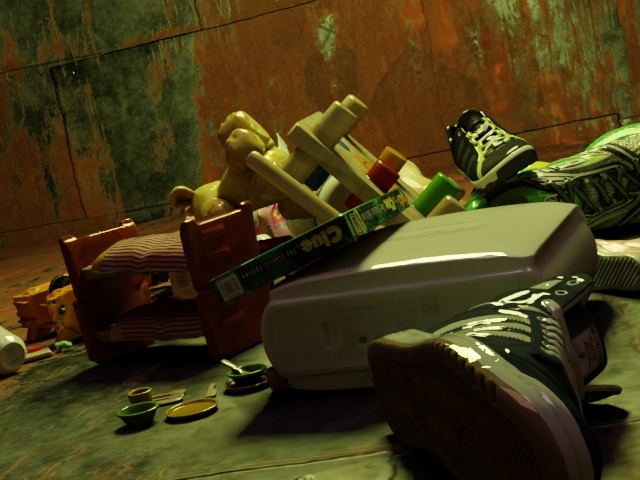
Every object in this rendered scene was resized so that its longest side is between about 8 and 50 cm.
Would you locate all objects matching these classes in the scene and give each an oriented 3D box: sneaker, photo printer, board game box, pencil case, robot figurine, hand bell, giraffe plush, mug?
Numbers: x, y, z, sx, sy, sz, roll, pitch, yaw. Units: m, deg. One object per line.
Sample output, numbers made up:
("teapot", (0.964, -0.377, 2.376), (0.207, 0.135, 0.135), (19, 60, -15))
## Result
("sneaker", (0.213, -0.126, 1.391), (0.084, 0.097, 0.234), (-33, 9, -5))
("sneaker", (0.309, 0.022, 1.049), (0.070, 0.051, 0.134), (-12, 10, -21))
("photo printer", (0.119, 0.040, 0.961), (0.256, 0.107, 0.307), (-9, 8, 24))
("board game box", (0.000, 0.000, 0.985), (0.136, 0.030, 0.259), (-25, 1, 17))
("pencil case", (-0.125, -0.034, 1.884), (0.124, 0.124, 0.284), (-17, 8, -39))
("robot figurine", (-0.271, 0.066, 1.464), (0.291, 0.085, 0.211), (-17, 9, -34))
("sneaker", (0.351, -0.055, 1.369), (0.343, 0.134, 0.146), (-18, 11, 25))
("hand bell", (0.220, -0.060, 1.710), (0.126, 0.126, 0.242), (-18, 21, -41))
("giraffe plush", (-0.117, -0.068, 1.474), (0.170, 0.181, 0.210), (-40, 8, 10))
("sneaker", (0.136, 0.084, 0.630), (0.153, 0.099, 0.282), (-15, 5, -12))
("mug", (-0.387, 0.140, 1.233), (0.064, 0.078, 0.062), (7, -15, 42))

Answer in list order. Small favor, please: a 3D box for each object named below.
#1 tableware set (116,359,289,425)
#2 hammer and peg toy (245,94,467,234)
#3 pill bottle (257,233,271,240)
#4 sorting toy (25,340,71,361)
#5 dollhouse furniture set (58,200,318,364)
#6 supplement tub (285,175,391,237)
("tableware set", (-0.101, 0.132, 0.924), (0.154, 0.024, 0.104), (-11, 7, 1))
("hammer and peg toy", (0.064, -0.073, 1.330), (0.127, 0.266, 0.361), (-50, 1, 13))
("pill bottle", (-0.128, 0.027, 1.613), (0.120, 0.067, 0.067), (-18, 10, -42))
("sorting toy", (-0.358, 0.140, 1.309), (0.083, 0.012, 0.062), (-14, 7, -21))
("dollhouse furniture set", (-0.107, 0.024, 1.259), (0.201, 0.152, 0.374), (-7, 8, 32))
("supplement tub", (0.032, -0.045, 1.613), (0.144, 0.144, 0.199), (-14, 7, -19))
